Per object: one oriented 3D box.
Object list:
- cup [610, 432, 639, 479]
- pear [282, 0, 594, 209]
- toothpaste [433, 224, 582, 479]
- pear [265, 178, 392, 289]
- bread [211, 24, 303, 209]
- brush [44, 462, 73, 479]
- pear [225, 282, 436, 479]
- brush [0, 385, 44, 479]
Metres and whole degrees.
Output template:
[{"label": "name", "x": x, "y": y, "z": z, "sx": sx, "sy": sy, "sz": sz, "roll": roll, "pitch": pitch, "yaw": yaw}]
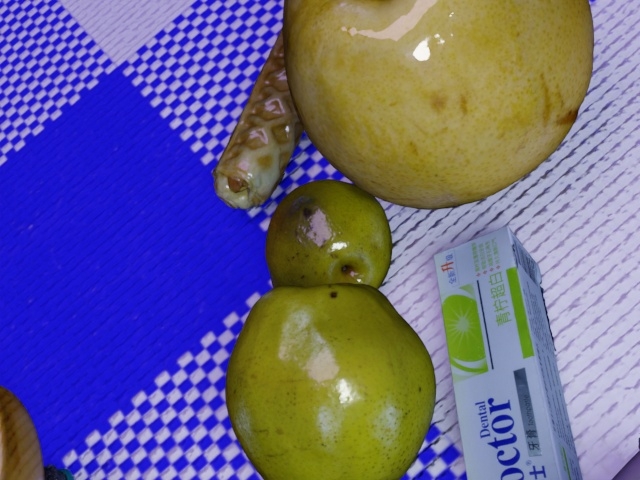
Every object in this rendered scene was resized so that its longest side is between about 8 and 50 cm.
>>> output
[{"label": "cup", "x": 0.183, "y": 0.298, "z": 0.934, "sx": 0.288, "sy": 0.203, "sz": 0.203, "roll": -44, "pitch": 43, "yaw": 4}, {"label": "pear", "x": 0.109, "y": -0.179, "z": 1.283, "sx": 0.314, "sy": 0.314, "sz": 0.314, "roll": -18, "pitch": 47, "yaw": 20}, {"label": "toothpaste", "x": 0.163, "y": 0.139, "z": 1.155, "sx": 0.081, "sy": 0.067, "sz": 0.336, "roll": -23, "pitch": 45, "yaw": 20}, {"label": "pear", "x": 0.000, "y": 0.000, "z": 1.354, "sx": 0.141, "sy": 0.104, "sz": 0.141, "roll": -21, "pitch": 42, "yaw": 20}, {"label": "bread", "x": -0.029, "y": -0.190, "z": 1.547, "sx": 0.077, "sy": 0.084, "sz": 0.367, "roll": 24, "pitch": 62, "yaw": 0}, {"label": "brush", "x": -0.321, "y": 0.301, "z": 1.362, "sx": 0.193, "sy": 0.032, "sz": 0.043, "roll": -49, "pitch": 45, "yaw": -13}, {"label": "pear", "x": 0.012, "y": 0.130, "z": 1.174, "sx": 0.198, "sy": 0.198, "sz": 0.198, "roll": -18, "pitch": 47, "yaw": 20}, {"label": "brush", "x": -0.306, "y": 0.277, "z": 1.276, "sx": 0.174, "sy": 0.166, "sz": 0.266, "roll": -8, "pitch": 51, "yaw": 30}]
